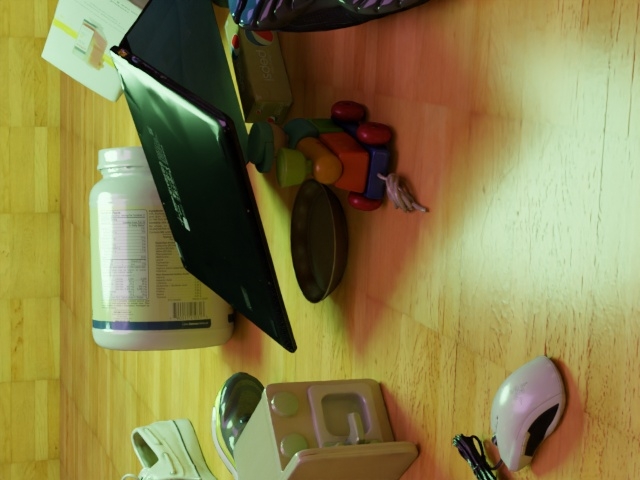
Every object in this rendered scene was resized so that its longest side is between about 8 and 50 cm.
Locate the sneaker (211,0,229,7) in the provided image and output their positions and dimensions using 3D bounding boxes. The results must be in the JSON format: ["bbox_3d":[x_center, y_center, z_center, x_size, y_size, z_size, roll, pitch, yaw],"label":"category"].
[{"bbox_3d":[-0.134,-0.418,1.894,0.286,0.130,0.109,153,112,-68],"label":"sneaker"}]

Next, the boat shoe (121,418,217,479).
[{"bbox_3d":[-0.277,0.443,2.292,0.367,0.157,0.135,-123,36,-54],"label":"boat shoe"}]

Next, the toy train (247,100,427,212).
[{"bbox_3d":[0.013,-0.085,1.514,0.248,0.143,0.105,-131,43,-59],"label":"toy train"}]

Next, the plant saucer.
[{"bbox_3d":[0.000,0.000,1.716,0.168,0.029,0.168,178,90,-70],"label":"plant saucer"}]

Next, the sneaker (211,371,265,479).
[{"bbox_3d":[-0.072,0.320,1.853,0.121,0.111,0.299,-51,50,46],"label":"sneaker"}]

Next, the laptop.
[{"bbox_3d":[-0.109,-0.134,1.725,0.408,0.236,0.382,35,150,42],"label":"laptop"}]

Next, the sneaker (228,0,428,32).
[{"bbox_3d":[0.044,-0.308,1.455,0.341,0.140,0.125,3,95,48],"label":"sneaker"}]

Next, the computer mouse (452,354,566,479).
[{"bbox_3d":[0.180,0.183,1.242,0.193,0.042,0.106,108,152,-42],"label":"computer mouse"}]

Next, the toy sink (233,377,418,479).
[{"bbox_3d":[0.000,0.252,1.566,0.234,0.153,0.131,117,145,-53],"label":"toy sink"}]

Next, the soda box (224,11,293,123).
[{"bbox_3d":[-0.092,-0.261,1.887,0.058,0.061,0.181,122,141,-54],"label":"soda box"}]

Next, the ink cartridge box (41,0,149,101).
[{"bbox_3d":[-0.298,-0.430,2.102,0.279,0.160,0.385,-60,9,-22],"label":"ink cartridge box"}]

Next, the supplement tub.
[{"bbox_3d":[-0.262,0.012,2.112,0.235,0.236,0.324,178,90,-69],"label":"supplement tub"}]
